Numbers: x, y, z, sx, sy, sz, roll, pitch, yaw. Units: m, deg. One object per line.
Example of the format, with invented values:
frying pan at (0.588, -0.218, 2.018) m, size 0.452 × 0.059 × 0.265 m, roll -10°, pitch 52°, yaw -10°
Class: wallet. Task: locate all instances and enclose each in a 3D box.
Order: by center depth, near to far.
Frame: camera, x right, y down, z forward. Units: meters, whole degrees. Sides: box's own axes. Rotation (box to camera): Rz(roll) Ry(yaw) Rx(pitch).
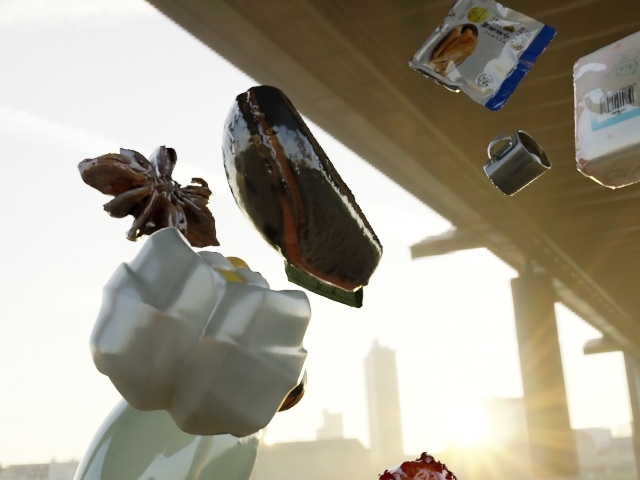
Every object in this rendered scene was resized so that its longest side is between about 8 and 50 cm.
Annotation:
wallet at (0.002, -0.001, 1.476) m, size 0.160 × 0.055 × 0.236 m, roll 23°, pitch -41°, yaw 31°

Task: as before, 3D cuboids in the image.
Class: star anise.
star anise at (-0.247, -0.064, 1.331) m, size 0.236 × 0.229 × 0.093 m, roll 24°, pitch -49°, yaw -19°

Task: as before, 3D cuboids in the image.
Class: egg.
egg at (-0.224, 0.327, 1.304) m, size 0.230 × 0.230 × 0.371 m, roll -16°, pitch 23°, yaw 36°

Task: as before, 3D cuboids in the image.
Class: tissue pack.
tissue pack at (0.494, -0.203, 1.245) m, size 0.124 × 0.201 × 0.271 m, roll 27°, pitch -32°, yaw -36°

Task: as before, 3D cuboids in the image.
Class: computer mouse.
computer mouse at (-0.027, -0.050, 1.032) m, size 0.116 × 0.183 × 0.323 m, roll -27°, pitch -33°, yaw 9°

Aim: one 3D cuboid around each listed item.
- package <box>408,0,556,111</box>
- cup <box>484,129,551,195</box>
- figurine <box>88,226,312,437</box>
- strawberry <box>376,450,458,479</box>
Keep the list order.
package at (0.254, -0.303, 1.412) m, size 0.173 × 0.171 × 0.027 m, roll 33°, pitch -12°, yaw 24°
cup at (0.298, -0.125, 1.399) m, size 0.100 × 0.078 × 0.077 m, roll 32°, pitch -58°, yaw -26°
figurine at (-0.085, 0.081, 0.700) m, size 0.176 × 0.133 × 0.236 m, roll 24°, pitch -12°, yaw -3°
strawberry at (0.108, 0.333, 0.992) m, size 0.187 × 0.201 × 0.184 m, roll 3°, pitch 18°, yaw -10°
